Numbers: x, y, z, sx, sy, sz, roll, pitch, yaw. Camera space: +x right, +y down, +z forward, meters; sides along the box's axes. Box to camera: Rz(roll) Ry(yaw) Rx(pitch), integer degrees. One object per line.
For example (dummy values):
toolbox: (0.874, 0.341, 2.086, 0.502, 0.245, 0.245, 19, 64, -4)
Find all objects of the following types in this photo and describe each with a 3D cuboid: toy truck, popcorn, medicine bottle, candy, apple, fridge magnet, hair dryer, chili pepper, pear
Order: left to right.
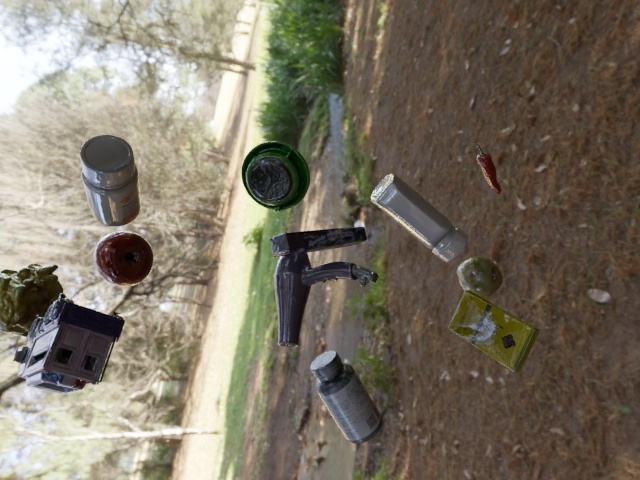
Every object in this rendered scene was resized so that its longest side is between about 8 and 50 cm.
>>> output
popcorn: (-0.737, 0.147, 1.197, 0.167, 0.185, 0.187, 47, 142, 19)
toy truck: (-0.501, 0.217, 0.929, 0.268, 0.124, 0.155, -26, 46, 43)
medicine bottle: (-0.564, -0.156, 1.291, 0.252, 0.144, 0.145, 115, 161, -59)
apple: (-0.617, 0.056, 1.492, 0.168, 0.181, 0.181, -4, 73, 40)
fridge magnet: (-0.133, -0.185, 1.395, 0.088, 0.208, 0.208, -65, -8, -65)
candy: (0.000, 0.000, 1.401, 0.088, 0.312, 0.061, -16, 83, 49)
hair dryer: (0.007, 0.141, 1.377, 0.361, 0.121, 0.301, -16, 61, 37)
medicine bottle: (0.079, 0.505, 1.557, 0.293, 0.141, 0.141, 61, 173, -12)
medicine bottle: (0.290, -0.067, 1.408, 0.111, 0.296, 0.161, -51, 11, 16)
pear: (0.613, 0.143, 1.838, 0.136, 0.167, 0.167, -23, 54, 43)
chili pepper: (0.667, -0.276, 1.899, 0.059, 0.268, 0.050, -7, 39, 39)

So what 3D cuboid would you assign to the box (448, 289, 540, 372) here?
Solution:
box: (0.562, 0.293, 1.575, 0.279, 0.041, 0.153, 33, 106, 48)
